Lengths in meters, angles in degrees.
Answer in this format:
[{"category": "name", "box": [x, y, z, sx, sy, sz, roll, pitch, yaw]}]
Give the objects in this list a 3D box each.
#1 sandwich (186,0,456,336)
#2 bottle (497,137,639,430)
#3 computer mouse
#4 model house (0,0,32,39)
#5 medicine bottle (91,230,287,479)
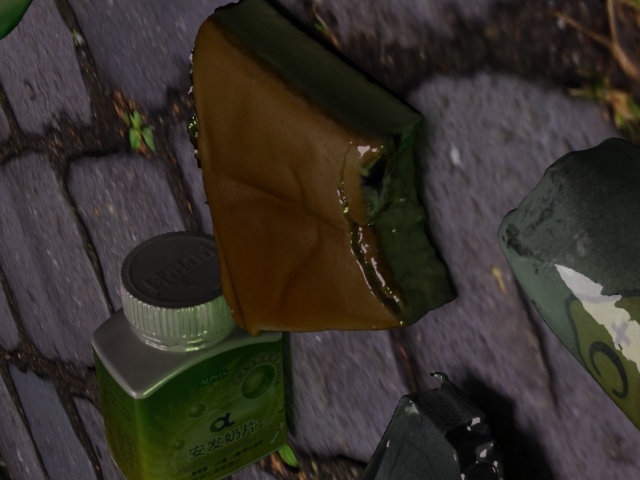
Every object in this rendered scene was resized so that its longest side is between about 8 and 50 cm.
[{"category": "sandwich", "box": [0.000, 0.000, 0.952, 0.212, 0.063, 0.245, 42, 148, 43]}, {"category": "bottle", "box": [0.179, 0.073, 0.606, 0.270, 0.083, 0.083, 49, 152, 23]}, {"category": "computer mouse", "box": [0.078, 0.176, 0.943, 0.231, 0.071, 0.126, 109, 148, -44]}, {"category": "model house", "box": [-0.260, -0.347, 1.032, 0.312, 0.245, 0.280, -57, 27, 33]}, {"category": "medicine bottle", "box": [-0.098, 0.091, 1.161, 0.088, 0.132, 0.188, 47, 150, 41]}]
